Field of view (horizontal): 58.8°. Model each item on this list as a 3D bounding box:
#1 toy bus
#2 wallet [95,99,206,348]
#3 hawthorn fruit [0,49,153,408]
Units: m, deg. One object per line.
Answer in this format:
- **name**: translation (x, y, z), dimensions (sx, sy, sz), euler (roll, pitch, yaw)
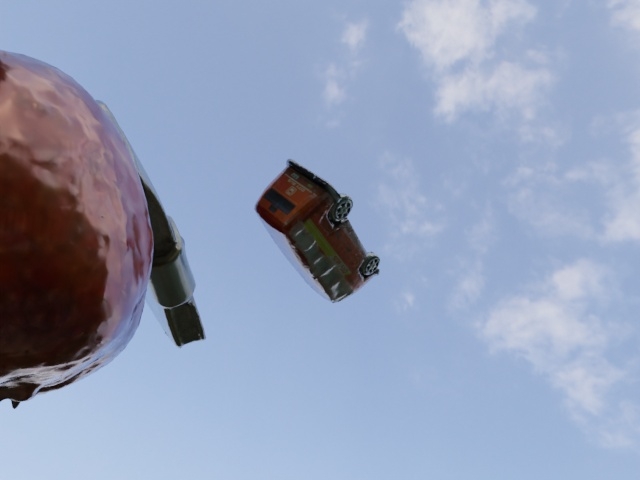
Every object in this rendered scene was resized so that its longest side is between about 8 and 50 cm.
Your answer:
- **toy bus**: translation (0.000, 0.000, 0.911), dimensions (0.120, 0.121, 0.265), euler (-45, -39, -10)
- **wallet**: translation (-0.266, -0.010, 0.860), dimensions (0.083, 0.252, 0.360), euler (-27, -43, -21)
- **hawthorn fruit**: translation (-0.270, -0.035, 0.431), dimensions (0.287, 0.287, 0.330), euler (-12, -98, 15)
